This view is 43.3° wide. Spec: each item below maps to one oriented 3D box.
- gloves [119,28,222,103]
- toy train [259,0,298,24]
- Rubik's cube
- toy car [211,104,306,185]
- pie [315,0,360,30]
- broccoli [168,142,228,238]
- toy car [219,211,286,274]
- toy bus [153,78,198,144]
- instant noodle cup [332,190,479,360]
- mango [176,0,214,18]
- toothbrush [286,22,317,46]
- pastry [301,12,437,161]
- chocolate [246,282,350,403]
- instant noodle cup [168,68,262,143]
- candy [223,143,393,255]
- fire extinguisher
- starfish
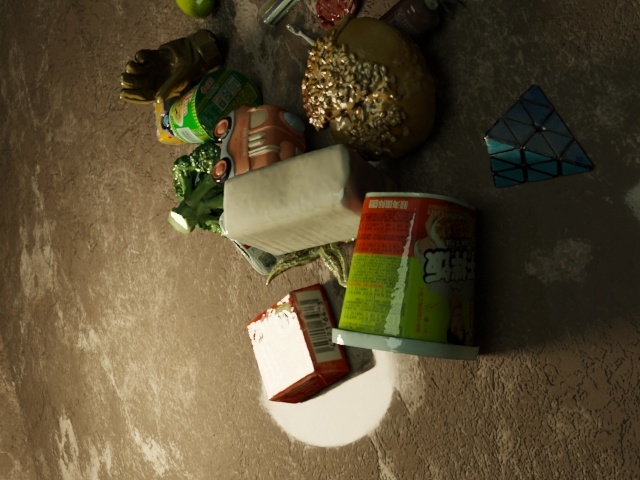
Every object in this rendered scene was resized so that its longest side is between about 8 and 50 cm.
[{"bbox_3d":[-0.424,-0.474,2.233,0.141,0.331,0.154,-2,120,61],"label":"gloves"},{"bbox_3d":[-0.065,-0.644,2.038,0.252,0.048,0.055,-36,65,40],"label":"toy train"},{"bbox_3d":[0.426,-0.190,1.485,0.178,0.211,0.190,23,81,23],"label":"Rubik's cube"},{"bbox_3d":[-0.132,-0.218,1.985,0.212,0.180,0.270,-23,54,32],"label":"toy car"},{"bbox_3d":[0.042,-0.576,1.929,0.153,0.038,0.153,2,92,49],"label":"pie"},{"bbox_3d":[-0.294,-0.115,2.128,0.270,0.270,0.270,18,134,20],"label":"broccoli"},{"bbox_3d":[-0.175,-0.002,2.053,0.095,0.205,0.056,-37,16,12],"label":"toy car"},{"bbox_3d":[-0.425,-0.382,2.369,0.136,0.126,0.209,-23,72,54],"label":"toy bus"},{"bbox_3d":[0.183,0.069,1.604,0.294,0.294,0.308,1,82,47],"label":"instant noodle cup"},{"bbox_3d":[-0.370,-0.709,2.340,0.117,0.089,0.163,-49,56,35],"label":"mango"},{"bbox_3d":[-0.001,-0.474,1.979,0.288,0.024,0.021,44,118,39],"label":"toothbrush"},{"bbox_3d":[0.090,-0.309,1.693,0.284,0.184,0.315,-27,97,41],"label":"pastry"},{"bbox_3d":[-0.063,0.258,1.964,0.235,0.108,0.237,-38,63,42],"label":"chocolate"},{"bbox_3d":[-0.300,-0.342,2.194,0.233,0.207,0.207,-4,86,54],"label":"instant noodle cup"},{"bbox_3d":[-0.028,-0.081,1.777,0.359,0.208,0.145,-12,66,35],"label":"candy"},{"bbox_3d":[0.181,-0.458,1.737,0.269,0.105,0.105,-33,65,42],"label":"fire extinguisher"},{"bbox_3d":[0.002,0.002,1.902,0.347,0.078,0.358,-35,53,20],"label":"starfish"}]
